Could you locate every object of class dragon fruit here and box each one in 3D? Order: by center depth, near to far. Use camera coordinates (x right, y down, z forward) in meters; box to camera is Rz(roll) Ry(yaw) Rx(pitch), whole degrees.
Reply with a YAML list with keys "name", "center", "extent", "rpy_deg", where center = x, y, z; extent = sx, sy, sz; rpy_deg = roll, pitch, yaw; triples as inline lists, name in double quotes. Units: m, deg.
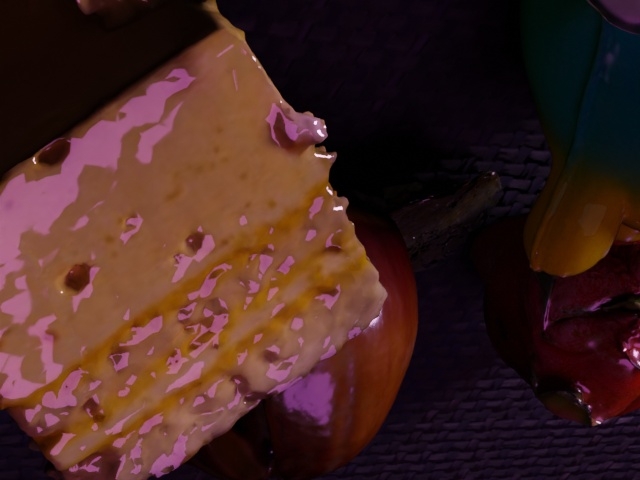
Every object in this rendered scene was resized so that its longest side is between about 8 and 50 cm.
- name: "dragon fruit"
  center: [0.237, 0.053, 1.428]
  extent: [0.200, 0.198, 0.269]
  rpy_deg: [3, 169, 41]

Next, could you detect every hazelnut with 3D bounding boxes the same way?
- name: "hazelnut"
  center: [-0.055, 0.058, 1.227]
  extent: [0.251, 0.217, 0.217]
  rpy_deg: [1, 152, 22]

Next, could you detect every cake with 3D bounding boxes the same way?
- name: "cake"
  center: [-0.139, -0.044, 0.989]
  extent: [0.227, 0.222, 0.286]
  rpy_deg: [-36, 132, -9]

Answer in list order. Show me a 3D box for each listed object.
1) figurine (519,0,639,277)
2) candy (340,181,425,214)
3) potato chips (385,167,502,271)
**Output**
- name: "figurine"
  center: [0.233, -0.133, 1.178]
  extent: [0.323, 0.231, 0.340]
  rpy_deg: [-48, 156, -14]
- name: "candy"
  center: [0.000, 0.000, 1.341]
  extent: [0.175, 0.045, 0.043]
  rpy_deg: [-36, 114, 12]
- name: "potato chips"
  center: [0.083, -0.011, 1.358]
  extent: [0.142, 0.026, 0.209]
  rpy_deg: [-34, 165, -15]
